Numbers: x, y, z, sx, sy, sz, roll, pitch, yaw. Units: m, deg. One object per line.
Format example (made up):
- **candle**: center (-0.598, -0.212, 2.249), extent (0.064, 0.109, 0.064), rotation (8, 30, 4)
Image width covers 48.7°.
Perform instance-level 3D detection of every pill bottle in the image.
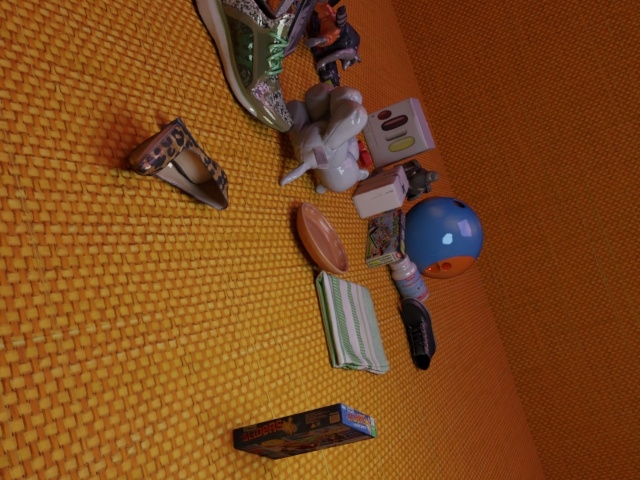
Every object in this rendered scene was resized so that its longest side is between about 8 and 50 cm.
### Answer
- **pill bottle**: center (0.281, 0.124, 2.273), extent (0.160, 0.087, 0.087), rotation (61, 23, -22)

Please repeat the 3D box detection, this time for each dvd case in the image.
- **dvd case**: center (-0.053, -0.604, 1.936), extent (0.018, 0.221, 0.164), rotation (30, 27, 0)

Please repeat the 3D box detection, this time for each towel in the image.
- **towel**: center (0.085, 0.211, 1.783), extent (0.325, 0.038, 0.247), rotation (25, 49, -62)

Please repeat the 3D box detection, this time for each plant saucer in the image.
- **plant saucer**: center (0.000, 0.000, 1.711), extent (0.200, 0.037, 0.200), rotation (50, 19, -25)

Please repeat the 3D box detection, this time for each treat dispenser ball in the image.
- **treat dispenser ball**: center (0.412, -0.010, 2.429), extent (0.288, 0.288, 0.288), rotation (51, 29, -42)

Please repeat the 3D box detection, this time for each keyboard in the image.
- **keyboard**: center (-0.064, -0.630, 1.784), extent (0.014, 0.256, 0.072), rotation (44, 36, 3)

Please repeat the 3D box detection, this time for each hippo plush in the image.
- **hippo plush**: center (0.048, -0.235, 1.797), extent (0.236, 0.234, 0.294), rotation (45, 33, -48)

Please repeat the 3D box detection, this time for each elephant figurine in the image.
- **elephant figurine**: center (0.303, -0.194, 2.385), extent (0.169, 0.240, 0.186), rotation (49, 30, -44)

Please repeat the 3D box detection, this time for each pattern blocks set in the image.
- **pattern blocks set**: center (0.065, -0.324, 2.041), extent (0.325, 0.026, 0.285), rotation (-151, -142, -84)

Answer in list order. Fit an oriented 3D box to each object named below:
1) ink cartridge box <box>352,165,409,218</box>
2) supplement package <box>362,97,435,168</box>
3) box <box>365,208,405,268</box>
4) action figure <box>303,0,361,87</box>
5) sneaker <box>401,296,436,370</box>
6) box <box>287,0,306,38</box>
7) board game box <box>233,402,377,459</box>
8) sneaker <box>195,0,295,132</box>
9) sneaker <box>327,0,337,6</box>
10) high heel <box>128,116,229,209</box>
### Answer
- **ink cartridge box**: center (0.191, -0.154, 2.214), extent (0.082, 0.140, 0.190), rotation (66, 22, -18)
- **supplement package**: center (0.275, -0.384, 2.533), extent (0.194, 0.203, 0.149), rotation (70, 21, -1)
- **box**: center (0.200, -0.007, 2.147), extent (0.036, 0.114, 0.207), rotation (58, 24, -31)
- **action figure**: center (0.052, -0.603, 2.198), extent (0.330, 0.179, 0.341), rotation (17, 61, -69)
- **sneaker**: center (0.308, 0.289, 2.206), extent (0.222, 0.083, 0.118), rotation (65, 22, -18)
- **box**: center (-0.078, -0.695, 2.168), extent (0.094, 0.027, 0.137), rotation (47, 32, -45)
- **board game box**: center (-0.024, 0.323, 1.184), extent (0.136, 0.201, 0.035), rotation (41, 36, -53)
- **sneaker**: center (-0.132, -0.443, 1.602), extent (0.410, 0.182, 0.158), rotation (65, 22, -17)
- **sneaker**: center (0.012, -0.880, 2.460), extent (0.146, 0.122, 0.330), rotation (46, 28, -13)
- **high heel**: center (-0.224, -0.103, 1.196), extent (0.186, 0.093, 0.261), rotation (58, 15, -16)
